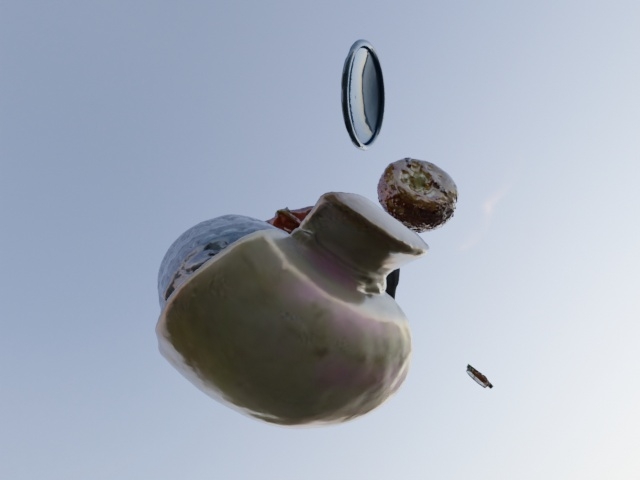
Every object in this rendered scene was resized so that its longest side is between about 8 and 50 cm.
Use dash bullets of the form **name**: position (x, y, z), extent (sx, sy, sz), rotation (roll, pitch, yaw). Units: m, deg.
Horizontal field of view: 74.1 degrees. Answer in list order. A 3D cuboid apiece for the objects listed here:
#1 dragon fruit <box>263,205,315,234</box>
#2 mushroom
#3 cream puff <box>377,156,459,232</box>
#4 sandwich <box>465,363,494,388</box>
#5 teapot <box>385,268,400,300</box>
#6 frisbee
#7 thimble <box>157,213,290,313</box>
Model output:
- **dragon fruit**: position (0.000, 0.000, 1.104), extent (0.330, 0.240, 0.302), rotation (-34, -48, -19)
- **mushroom**: position (-0.014, 0.087, 0.352), extent (0.236, 0.162, 0.173), rotation (-50, -20, 24)
- **cream puff**: position (0.269, -0.125, 1.197), extent (0.240, 0.240, 0.164), rotation (-15, -37, -15)
- **sandwich**: position (0.454, 0.393, 1.222), extent (0.026, 0.069, 0.101), rotation (-49, -50, -5)
- **teapot**: position (0.075, 0.095, 0.759), extent (0.096, 0.087, 0.177), rotation (19, -108, -33)
- **frisbee**: position (0.109, -0.392, 1.161), extent (0.289, 0.049, 0.289), rotation (-22, -65, -60)
- **thimble**: position (-0.103, 0.075, 0.596), extent (0.236, 0.172, 0.205), rotation (17, -87, -27)
